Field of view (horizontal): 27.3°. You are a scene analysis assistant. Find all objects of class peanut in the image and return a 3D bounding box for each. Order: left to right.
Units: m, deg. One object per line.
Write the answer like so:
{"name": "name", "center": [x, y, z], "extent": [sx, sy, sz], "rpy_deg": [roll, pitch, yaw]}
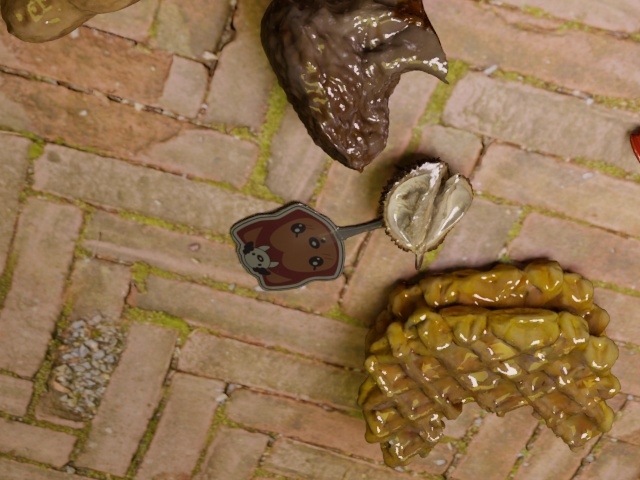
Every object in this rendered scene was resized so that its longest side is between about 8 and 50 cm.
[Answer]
{"name": "peanut", "center": [-0.242, -0.277, 1.374], "extent": [0.226, 0.108, 0.095], "rpy_deg": [-22, 128, 23]}

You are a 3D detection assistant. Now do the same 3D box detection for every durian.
{"name": "durian", "center": [0.119, -0.038, 1.548], "extent": [0.111, 0.071, 0.140], "rpy_deg": [5, 113, -6]}

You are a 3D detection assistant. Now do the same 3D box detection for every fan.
{"name": "fan", "center": [0.000, 0.000, 1.629], "extent": [0.220, 0.009, 0.132], "rpy_deg": [-16, 127, 19]}

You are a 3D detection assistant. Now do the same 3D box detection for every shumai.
{"name": "shumai", "center": [0.044, -0.188, 1.407], "extent": [0.176, 0.166, 0.205], "rpy_deg": [-27, 125, -3]}

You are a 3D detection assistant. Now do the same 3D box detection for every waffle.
{"name": "waffle", "center": [0.206, 0.160, 1.648], "extent": [0.324, 0.151, 0.261], "rpy_deg": [-10, 122, 9]}

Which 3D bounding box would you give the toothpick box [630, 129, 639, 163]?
{"name": "toothpick box", "center": [0.391, -0.114, 1.479], "extent": [0.083, 0.047, 0.047], "rpy_deg": [-24, 122, 23]}
